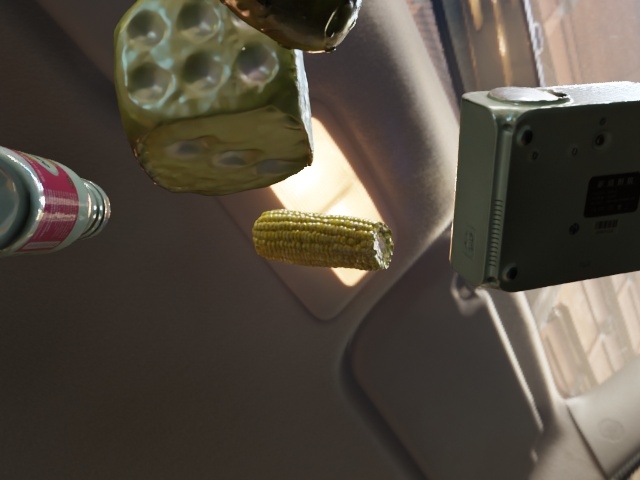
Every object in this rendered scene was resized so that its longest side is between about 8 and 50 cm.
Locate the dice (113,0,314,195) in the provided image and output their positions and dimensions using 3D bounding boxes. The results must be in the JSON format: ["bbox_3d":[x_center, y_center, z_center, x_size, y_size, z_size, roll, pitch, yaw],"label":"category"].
[{"bbox_3d":[-0.137,-0.208,0.898,0.233,0.239,0.226,79,-177,-73],"label":"dice"}]

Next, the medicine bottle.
[{"bbox_3d":[-0.262,-0.032,0.592,0.216,0.091,0.090,-123,44,-89],"label":"medicine bottle"}]

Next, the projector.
[{"bbox_3d":[0.273,-0.063,0.693,0.251,0.108,0.198,-6,-67,-15],"label":"projector"}]

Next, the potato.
[{"bbox_3d":[-0.055,-0.297,0.671,0.251,0.113,0.149,27,-109,-36],"label":"potato"}]

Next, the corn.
[{"bbox_3d":[0.000,0.000,1.057,0.093,0.244,0.093,-21,-66,-58],"label":"corn"}]
